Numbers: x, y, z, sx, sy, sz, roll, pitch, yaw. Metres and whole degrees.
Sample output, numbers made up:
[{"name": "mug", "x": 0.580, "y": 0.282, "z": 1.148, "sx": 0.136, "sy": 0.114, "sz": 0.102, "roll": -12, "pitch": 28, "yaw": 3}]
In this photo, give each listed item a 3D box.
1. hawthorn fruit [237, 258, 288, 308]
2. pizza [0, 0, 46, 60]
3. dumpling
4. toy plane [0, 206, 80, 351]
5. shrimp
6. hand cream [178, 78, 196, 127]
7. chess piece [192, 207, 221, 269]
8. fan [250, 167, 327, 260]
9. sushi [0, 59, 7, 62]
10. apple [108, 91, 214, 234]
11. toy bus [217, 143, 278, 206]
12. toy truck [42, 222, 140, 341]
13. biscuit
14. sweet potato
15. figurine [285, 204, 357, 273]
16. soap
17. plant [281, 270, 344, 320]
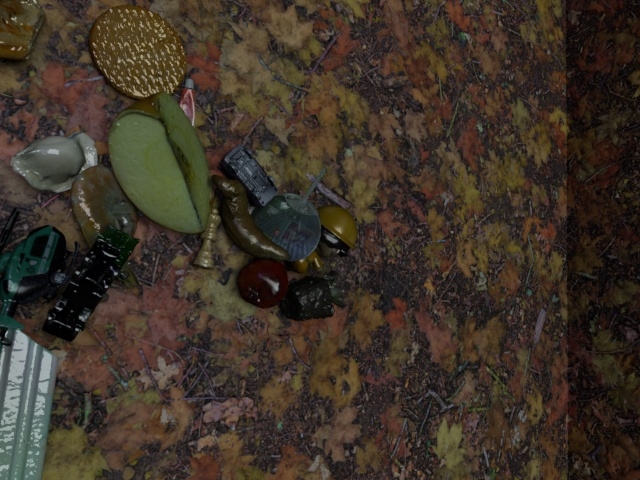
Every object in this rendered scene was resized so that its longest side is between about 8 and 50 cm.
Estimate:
[{"name": "hawthorn fruit", "x": -0.158, "y": 0.115, "z": 1.297, "sx": 0.148, "sy": 0.148, "sz": 0.172, "roll": 60, "pitch": 30, "yaw": -15}, {"name": "pizza", "x": -0.721, "y": -0.538, "z": 0.997, "sx": 0.189, "sy": 0.071, "sz": 0.297, "roll": 12, "pitch": 66, "yaw": -34}, {"name": "dumpling", "x": -0.611, "y": -0.180, "z": 1.041, "sx": 0.188, "sy": 0.108, "sz": 0.127, "roll": -36, "pitch": 132, "yaw": -44}, {"name": "toy plane", "x": -0.621, "y": 0.089, "z": 0.922, "sx": 0.155, "sy": 0.106, "sz": 0.381, "roll": 25, "pitch": 45, "yaw": -32}, {"name": "shrimp", "x": -0.504, "y": -0.029, "z": 1.107, "sx": 0.168, "sy": 0.077, "sz": 0.317, "roll": -37, "pitch": 119, "yaw": -50}, {"name": "hand cream", "x": -0.376, "y": -0.344, "z": 1.245, "sx": 0.052, "sy": 0.038, "sz": 0.216, "roll": 4, "pitch": 87, "yaw": -5}, {"name": "chess piece", "x": -0.311, "y": -0.007, "z": 1.245, "sx": 0.060, "sy": 0.060, "sz": 0.172, "roll": 17, "pitch": 75, "yaw": -31}, {"name": "fan", "x": -0.064, "y": -0.060, "z": 1.316, "sx": 0.294, "sy": 0.012, "sz": 0.223, "roll": -28, "pitch": 71, "yaw": 1}, {"name": "sushi", "x": -0.774, "y": -0.449, "z": 0.995, "sx": 0.120, "sy": 0.026, "sz": 0.126, "roll": -37, "pitch": 106, "yaw": -30}, {"name": "apple", "x": -0.385, "y": -0.189, "z": 1.137, "sx": 0.254, "sy": 0.179, "sz": 0.346, "roll": -31, "pitch": 117, "yaw": -29}, {"name": "toy bus", "x": -0.214, "y": -0.184, "z": 1.299, "sx": 0.087, "sy": 0.098, "sz": 0.178, "roll": -49, "pitch": 115, "yaw": -25}, {"name": "toy truck", "x": -0.522, "y": 0.099, "z": 1.012, "sx": 0.088, "sy": 0.121, "sz": 0.259, "roll": 33, "pitch": 103, "yaw": -20}, {"name": "biscuit", "x": -0.478, "y": -0.496, "z": 1.186, "sx": 0.254, "sy": 0.035, "sz": 0.254, "roll": 2, "pitch": 86, "yaw": -34}, {"name": "sweet potato", "x": -0.219, "y": -0.051, "z": 1.267, "sx": 0.310, "sy": 0.124, "sz": 0.098, "roll": 58, "pitch": 40, "yaw": -10}, {"name": "figurine", "x": 0.001, "y": -0.002, "z": 1.376, "sx": 0.192, "sy": 0.167, "sz": 0.257, "roll": 45, "pitch": 64, "yaw": 7}, {"name": "soap", "x": -0.683, "y": 0.349, "z": 0.936, "sx": 0.208, "sy": 0.115, "sz": 0.346, "roll": 9, "pitch": 81, "yaw": -33}, {"name": "plant", "x": -0.016, "y": 0.172, "z": 1.374, "sx": 0.203, "sy": 0.131, "sz": 0.142, "roll": -5, "pitch": 91, "yaw": -32}]
